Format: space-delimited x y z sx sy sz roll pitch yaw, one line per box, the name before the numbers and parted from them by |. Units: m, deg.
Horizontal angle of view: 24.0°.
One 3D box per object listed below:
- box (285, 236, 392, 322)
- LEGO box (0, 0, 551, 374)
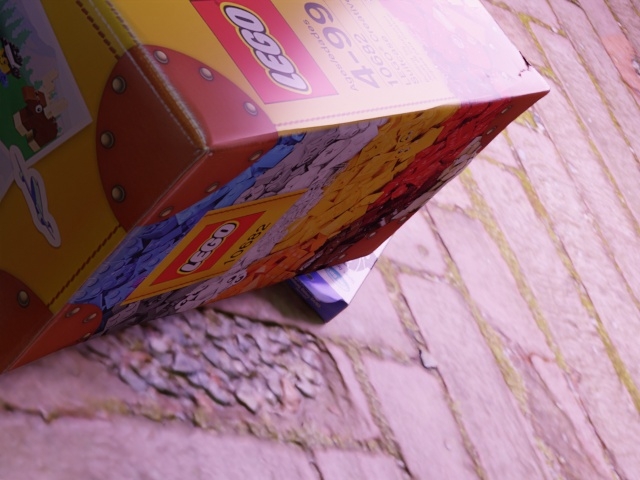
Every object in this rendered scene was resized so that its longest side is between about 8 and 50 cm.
box | 0.000 0.000 1.059 0.081 0.028 0.136 46 33 -6
LEGO box | -0.149 -0.206 0.909 0.500 0.193 0.372 54 32 13
